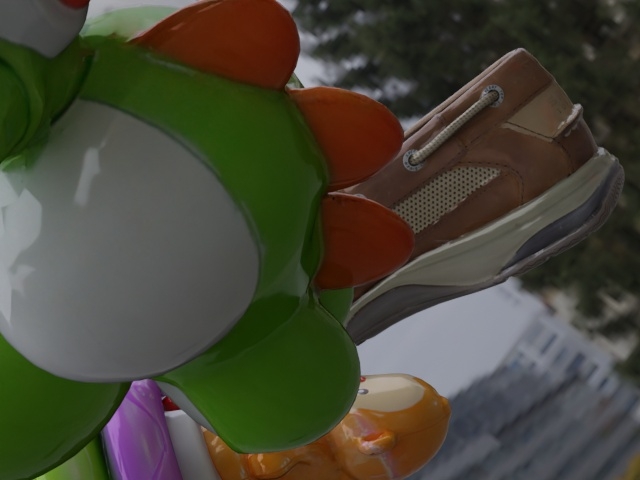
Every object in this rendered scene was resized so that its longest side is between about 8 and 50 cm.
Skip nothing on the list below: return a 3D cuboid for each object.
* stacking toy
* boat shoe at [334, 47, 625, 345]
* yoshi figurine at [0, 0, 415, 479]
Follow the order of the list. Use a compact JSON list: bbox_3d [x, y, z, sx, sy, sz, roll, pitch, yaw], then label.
[{"bbox_3d":[-0.092,0.111,0.635,0.302,0.166,0.175,-20,8,-1],"label":"stacking toy"},{"bbox_3d":[0.000,0.000,0.891,0.324,0.116,0.123,-27,8,6],"label":"boat shoe"},{"bbox_3d":[-0.131,-0.037,0.422,0.362,0.203,0.203,48,-115,-40],"label":"yoshi figurine"}]
